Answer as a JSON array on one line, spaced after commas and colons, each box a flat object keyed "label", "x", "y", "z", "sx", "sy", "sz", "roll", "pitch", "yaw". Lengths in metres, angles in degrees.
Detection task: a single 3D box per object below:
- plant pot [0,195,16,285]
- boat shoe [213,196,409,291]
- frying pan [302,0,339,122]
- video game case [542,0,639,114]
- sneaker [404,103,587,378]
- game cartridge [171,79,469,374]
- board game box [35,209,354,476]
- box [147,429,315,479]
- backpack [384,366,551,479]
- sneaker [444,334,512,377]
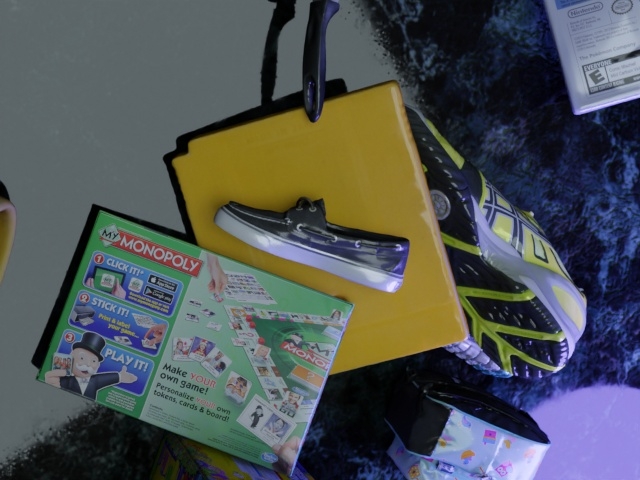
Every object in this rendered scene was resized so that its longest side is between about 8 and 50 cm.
[{"label": "plant pot", "x": -0.484, "y": 0.032, "z": 1.393, "sx": 0.239, "sy": 0.254, "sz": 0.254, "roll": 21, "pitch": 91, "yaw": -2}, {"label": "boat shoe", "x": -0.005, "y": -0.011, "z": 1.500, "sx": 0.228, "sy": 0.080, "sz": 0.076, "roll": 20, "pitch": 98, "yaw": -1}, {"label": "frying pan", "x": 0.018, "y": -0.320, "z": 1.485, "sx": 0.053, "sy": 0.197, "sz": 0.326, "roll": -4, "pitch": 70, "yaw": -42}, {"label": "video game case", "x": 0.434, "y": -0.342, "z": 1.618, "sx": 0.329, "sy": 0.036, "sz": 0.300, "roll": -15, "pitch": 91, "yaw": 7}, {"label": "sneaker", "x": 0.188, "y": -0.009, "z": 1.639, "sx": 0.385, "sy": 0.145, "sz": 0.147, "roll": 55, "pitch": 40, "yaw": -5}, {"label": "game cartridge", "x": 0.000, "y": 0.000, "z": 1.567, "sx": 0.285, "sy": 0.053, "sz": 0.324, "roll": -15, "pitch": 100, "yaw": 9}, {"label": "board game box", "x": -0.144, "y": 0.118, "z": 1.531, "sx": 0.317, "sy": 0.046, "sz": 0.213, "roll": 21, "pitch": 88, "yaw": 4}, {"label": "box", "x": -0.119, "y": 0.391, "z": 1.505, "sx": 0.177, "sy": 0.290, "sz": 0.279, "roll": 20, "pitch": 92, "yaw": -18}, {"label": "backpack", "x": 0.183, "y": 0.253, "z": 1.637, "sx": 0.188, "sy": 0.166, "sz": 0.144, "roll": 15, "pitch": 94, "yaw": -14}, {"label": "sneaker", "x": 0.187, "y": 0.109, "z": 1.683, "sx": 0.166, "sy": 0.065, "sz": 0.076, "roll": 33, "pitch": 71, "yaw": -20}]
